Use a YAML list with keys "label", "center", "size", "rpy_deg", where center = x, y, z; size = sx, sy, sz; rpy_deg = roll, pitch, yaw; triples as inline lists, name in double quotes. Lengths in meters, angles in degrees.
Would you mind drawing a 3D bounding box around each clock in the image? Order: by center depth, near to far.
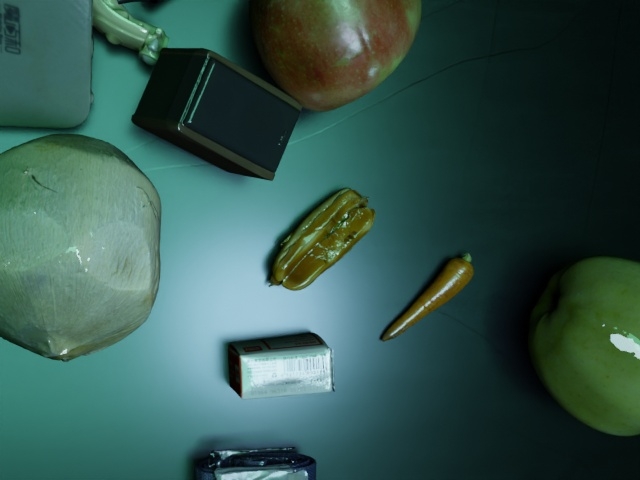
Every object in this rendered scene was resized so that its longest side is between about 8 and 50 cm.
- label: "clock"
  center: [-0.323, -0.478, 1.485]
  size: [0.276, 0.120, 0.379]
  rpy_deg: [45, 80, -9]

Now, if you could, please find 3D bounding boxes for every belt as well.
- label: "belt"
  center: [-0.122, 0.454, 1.549]
  size: [0.230, 0.139, 0.126]
  rpy_deg: [1, 92, -14]

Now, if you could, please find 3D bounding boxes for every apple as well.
- label: "apple"
  center: [0.017, -0.408, 1.471]
  size: [0.319, 0.319, 0.277]
  rpy_deg: [-49, 116, -9]
- label: "apple"
  center: [0.591, 0.202, 1.649]
  size: [0.357, 0.357, 0.357]
  rpy_deg: [0, 92, -16]

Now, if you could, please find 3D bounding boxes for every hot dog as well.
- label: "hot dog"
  center: [0.000, 0.000, 1.609]
  size: [0.269, 0.072, 0.109]
  rpy_deg: [-42, 100, -12]

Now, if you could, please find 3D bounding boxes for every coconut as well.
- label: "coconut"
  center: [-0.432, 0.025, 1.351]
  size: [0.346, 0.346, 0.360]
  rpy_deg: [14, 53, -16]

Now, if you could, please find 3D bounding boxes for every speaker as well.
- label: "speaker"
  center: [-0.182, -0.224, 1.460]
  size: [0.231, 0.192, 0.153]
  rpy_deg: [26, 85, -41]

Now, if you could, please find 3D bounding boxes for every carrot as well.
- label: "carrot"
  center: [0.225, 0.124, 1.684]
  size: [0.256, 0.061, 0.061]
  rpy_deg: [-45, 102, -7]

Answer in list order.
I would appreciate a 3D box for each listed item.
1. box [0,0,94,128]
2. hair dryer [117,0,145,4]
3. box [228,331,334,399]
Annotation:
- label: "box"
  center: [-0.560, -0.365, 1.344]
  size: [0.373, 0.090, 0.367]
  rpy_deg: [0, 125, -18]
- label: "hair dryer"
  center: [-0.320, -0.448, 1.420]
  size: [0.079, 0.031, 0.083]
  rpy_deg: [-16, 74, -7]
- label: "box"
  center: [-0.077, 0.237, 1.562]
  size: [0.182, 0.133, 0.099]
  rpy_deg: [-3, 93, -14]
